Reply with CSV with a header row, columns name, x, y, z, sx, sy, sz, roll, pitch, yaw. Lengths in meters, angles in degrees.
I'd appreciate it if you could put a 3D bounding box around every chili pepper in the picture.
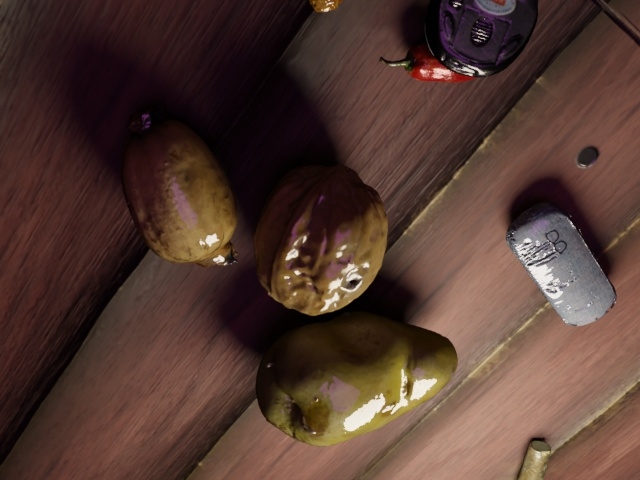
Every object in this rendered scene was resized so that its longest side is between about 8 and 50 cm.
name,x,y,z,sx,sy,sz,roll,pitch,yaw
chili pepper,0.176,-0.249,0.854,0.191,0.050,0.059,-7,106,-12

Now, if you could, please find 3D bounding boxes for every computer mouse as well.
name,x,y,z,sx,sy,sz,roll,pitch,yaw
computer mouse,0.213,-0.327,0.784,0.137,0.096,0.233,17,103,-17

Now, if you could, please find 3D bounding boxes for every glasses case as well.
name,x,y,z,sx,sy,sz,roll,pitch,yaw
glasses case,0.419,0.046,1.059,0.109,0.067,0.282,-34,118,16

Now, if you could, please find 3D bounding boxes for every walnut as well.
name,x,y,z,sx,sy,sz,roll,pitch,yaw
walnut,0.000,0.000,0.901,0.198,0.198,0.245,9,121,-13

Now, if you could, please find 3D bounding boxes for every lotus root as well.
name,x,y,z,sx,sy,sz,roll,pitch,yaw
lotus root,-0.205,-0.060,0.870,0.154,0.140,0.256,-2,119,41

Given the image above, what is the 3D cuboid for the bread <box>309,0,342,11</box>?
name,x,y,z,sx,sy,sz,roll,pitch,yaw
bread,-0.014,-0.362,0.762,0.052,0.044,0.157,-26,122,1

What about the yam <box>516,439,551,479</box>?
name,x,y,z,sx,sy,sz,roll,pitch,yaw
yam,0.466,0.555,1.383,0.061,0.061,0.274,-2,120,-7

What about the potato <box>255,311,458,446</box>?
name,x,y,z,sx,sy,sz,roll,pitch,yaw
potato,0.065,0.229,1.044,0.351,0.202,0.218,-8,134,-12
